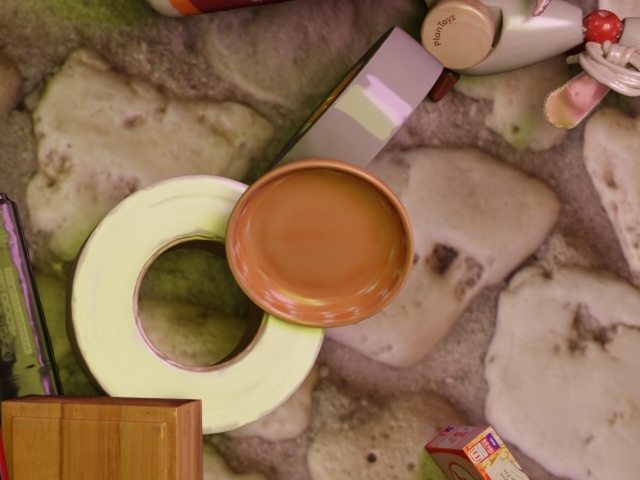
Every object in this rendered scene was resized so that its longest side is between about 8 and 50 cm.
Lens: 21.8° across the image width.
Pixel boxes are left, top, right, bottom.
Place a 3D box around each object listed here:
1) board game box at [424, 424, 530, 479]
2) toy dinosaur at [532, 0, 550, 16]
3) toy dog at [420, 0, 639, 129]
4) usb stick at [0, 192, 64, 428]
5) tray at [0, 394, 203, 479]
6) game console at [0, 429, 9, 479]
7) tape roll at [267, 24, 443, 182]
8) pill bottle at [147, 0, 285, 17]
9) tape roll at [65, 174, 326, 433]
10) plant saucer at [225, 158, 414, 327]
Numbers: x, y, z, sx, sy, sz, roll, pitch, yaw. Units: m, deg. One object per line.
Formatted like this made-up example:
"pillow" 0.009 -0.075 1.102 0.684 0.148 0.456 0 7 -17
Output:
"board game box" 0.209 0.297 1.866 0.045 0.147 0.193 -37 92 -14
"toy dinosaur" 0.311 -0.364 1.897 0.200 0.127 0.296 13 42 0
"toy dog" 0.251 -0.205 1.915 0.333 0.161 0.220 25 36 19
"usb stick" -0.340 0.088 1.814 0.077 0.045 0.278 -14 88 -5
"tray" -0.227 0.371 1.725 0.202 0.076 0.411 0 92 19
"game console" -0.489 0.232 1.708 0.342 0.060 0.387 -10 86 5
"tape roll" 0.038 -0.135 1.832 0.072 0.219 0.219 41 77 -7
"pill bottle" -0.001 -0.372 1.771 0.392 0.224 0.224 -7 85 14
"tape roll" -0.137 0.071 1.833 0.286 0.100 0.286 1 84 -12
"plant saucer" 0.000 0.000 1.757 0.200 0.037 0.200 2 119 4
